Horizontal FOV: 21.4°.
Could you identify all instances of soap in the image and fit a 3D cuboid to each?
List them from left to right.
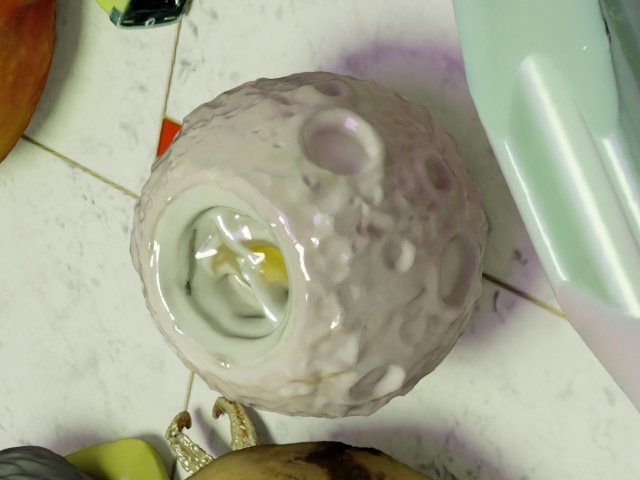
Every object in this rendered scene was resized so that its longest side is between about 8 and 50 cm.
[{"bbox_3d":[0.211,-0.042,1.082,0.109,0.193,0.324,-24,87,39],"label":"soap"}]

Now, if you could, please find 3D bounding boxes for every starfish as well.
[{"bbox_3d":[-0.066,0.240,1.470,0.150,0.053,0.210,-11,97,44],"label":"starfish"}]

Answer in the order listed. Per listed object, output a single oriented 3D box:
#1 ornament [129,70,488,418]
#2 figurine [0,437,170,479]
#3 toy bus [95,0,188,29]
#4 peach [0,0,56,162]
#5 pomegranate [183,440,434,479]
[{"bbox_3d":[0.000,0.000,1.238,0.259,0.225,0.260,12,110,35],"label":"ornament"},{"bbox_3d":[-0.276,0.378,1.464,0.361,0.377,0.266,55,132,12],"label":"figurine"},{"bbox_3d":[-0.128,-0.263,1.355,0.101,0.088,0.175,44,122,22],"label":"toy bus"},{"bbox_3d":[-0.398,-0.189,1.455,0.372,0.290,0.373,9,106,32],"label":"peach"},{"bbox_3d":[-0.009,0.301,1.293,0.322,0.322,0.322,12,109,35],"label":"pomegranate"}]
